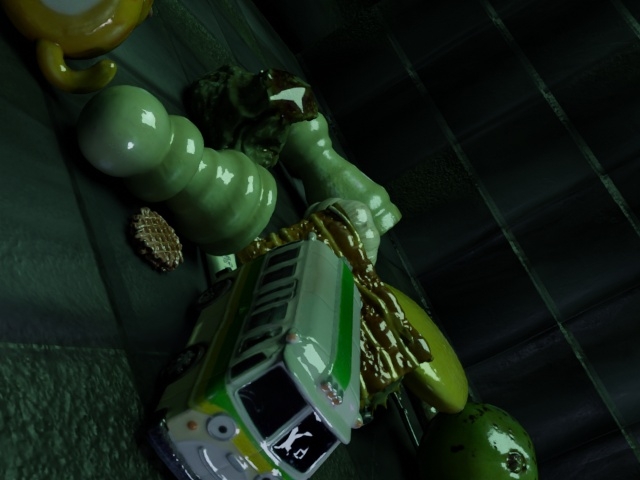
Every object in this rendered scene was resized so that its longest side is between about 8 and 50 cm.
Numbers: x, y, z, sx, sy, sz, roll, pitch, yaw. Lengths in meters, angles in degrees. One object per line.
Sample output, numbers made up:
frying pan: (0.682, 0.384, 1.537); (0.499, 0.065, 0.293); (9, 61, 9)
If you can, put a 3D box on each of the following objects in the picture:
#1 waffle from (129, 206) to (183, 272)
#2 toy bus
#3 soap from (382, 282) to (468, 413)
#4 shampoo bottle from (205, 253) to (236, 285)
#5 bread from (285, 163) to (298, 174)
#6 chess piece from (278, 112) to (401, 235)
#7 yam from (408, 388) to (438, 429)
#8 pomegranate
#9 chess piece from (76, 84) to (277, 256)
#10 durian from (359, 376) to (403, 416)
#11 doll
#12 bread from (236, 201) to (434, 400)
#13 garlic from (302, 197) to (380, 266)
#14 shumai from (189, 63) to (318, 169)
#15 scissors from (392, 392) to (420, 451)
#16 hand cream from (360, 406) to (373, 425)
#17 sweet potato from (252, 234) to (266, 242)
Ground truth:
waffle: (-0.197, -0.002, 0.728); (0.083, 0.029, 0.075); (48, 17, -40)
toy bus: (-0.047, 0.124, 0.659); (0.143, 0.179, 0.305); (57, 17, -18)
soap: (0.186, 0.205, 1.225); (0.306, 0.115, 0.427); (57, 8, 15)
shampoo bottle: (-0.131, 0.060, 0.844); (0.049, 0.034, 0.141); (55, 13, -50)
bread: (-0.073, -0.297, 1.776); (0.235, 0.099, 0.210); (61, 11, 5)
chess piece: (0.005, -0.181, 1.578); (0.442, 0.234, 0.234); (56, 12, -6)
yam: (0.281, 0.450, 1.600); (0.061, 0.061, 0.274); (45, 20, -53)
pomegranate: (0.306, 0.462, 1.254); (0.254, 0.271, 0.254); (17, 61, -34)
chess piece: (-0.185, -0.091, 0.759); (0.251, 0.144, 0.144); (36, 26, -49)
durian: (0.046, 0.156, 0.992); (0.305, 0.196, 0.185); (65, 5, 28)
doll: (-0.292, -0.317, 0.764); (0.167, 0.162, 0.269); (26, 30, -17)
bread: (0.015, 0.103, 0.901); (0.274, 0.185, 0.114); (59, -18, 15)
garlic: (0.000, 0.000, 1.273); (0.226, 0.199, 0.199); (-3, 62, -48)
shumai: (-0.122, -0.261, 1.204); (0.225, 0.222, 0.260); (45, 15, -45)
scissors: (0.195, 0.402, 1.443); (0.088, 0.017, 0.220); (42, 22, -58)
hand cream: (0.034, 0.214, 1.113); (0.088, 0.055, 0.255); (79, -8, -53)
sweet potato: (-0.092, 0.015, 1.088); (0.214, 0.050, 0.050); (31, 31, -62)
